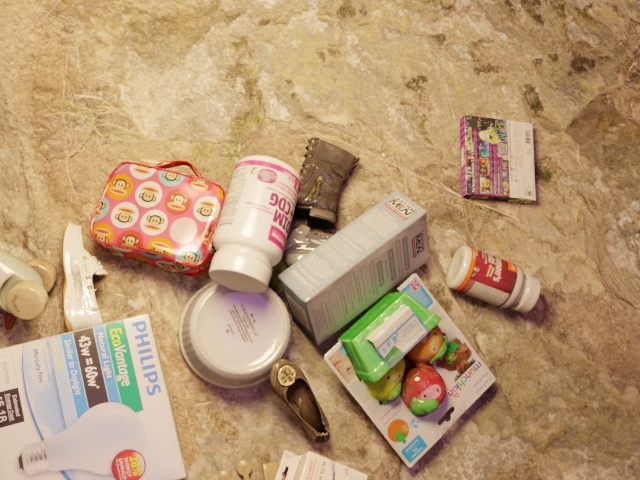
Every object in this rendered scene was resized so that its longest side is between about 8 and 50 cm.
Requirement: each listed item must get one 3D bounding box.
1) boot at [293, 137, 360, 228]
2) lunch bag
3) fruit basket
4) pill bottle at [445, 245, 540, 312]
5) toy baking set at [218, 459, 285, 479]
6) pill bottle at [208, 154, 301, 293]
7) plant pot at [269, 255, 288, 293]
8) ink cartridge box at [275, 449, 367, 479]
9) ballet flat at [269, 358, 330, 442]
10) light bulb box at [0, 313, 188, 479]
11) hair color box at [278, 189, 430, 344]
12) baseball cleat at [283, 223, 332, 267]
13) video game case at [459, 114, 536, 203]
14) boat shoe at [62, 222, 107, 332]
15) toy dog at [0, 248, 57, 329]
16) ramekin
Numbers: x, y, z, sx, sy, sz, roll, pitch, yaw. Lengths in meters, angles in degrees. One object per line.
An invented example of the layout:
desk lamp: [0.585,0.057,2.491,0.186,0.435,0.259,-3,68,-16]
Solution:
boot: [-0.043,-0.163,1.892,0.262,0.091,0.229,18,67,-10]
lunch bag: [-0.368,-0.071,1.741,0.293,0.120,0.258,16,73,4]
fruit basket: [0.229,0.311,1.799,0.327,0.165,0.353,-39,92,-19]
pill bottle: [0.448,0.104,1.920,0.221,0.121,0.121,20,73,-8]
toy baking set: [-0.159,0.626,1.701,0.196,0.030,0.256,17,67,-3]
pill bottle: [-0.150,-0.035,1.679,0.160,0.160,0.283,18,67,-9]
plant pot: [-0.107,0.086,1.817,0.083,0.083,0.079,-34,98,-18]
ink cartridge box: [-0.002,0.567,1.714,0.198,0.067,0.115,25,58,-11]
ballet flat: [-0.040,0.378,1.718,0.084,0.058,0.250,-36,115,-23]
light bulb box: [-0.498,0.377,1.572,0.360,0.225,0.358,-14,80,-15]
hair color box: [0.091,0.064,1.797,0.374,0.185,0.113,-35,52,-18]
baseball cleat: [0.000,0.000,1.862,0.205,0.072,0.110,-17,79,-19]
video game case: [0.489,-0.224,2.048,0.210,0.042,0.232,4,76,-13]
boat shoe: [-0.531,0.082,1.678,0.096,0.098,0.277,-6,61,-13]
toy dog: [-0.742,0.079,1.620,0.333,0.220,0.161,38,103,5]
ramekin: [-0.193,0.210,1.736,0.272,0.127,0.273,3,77,-13]
